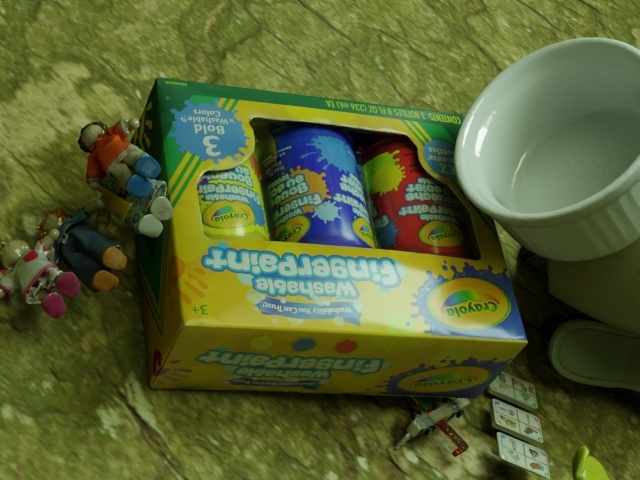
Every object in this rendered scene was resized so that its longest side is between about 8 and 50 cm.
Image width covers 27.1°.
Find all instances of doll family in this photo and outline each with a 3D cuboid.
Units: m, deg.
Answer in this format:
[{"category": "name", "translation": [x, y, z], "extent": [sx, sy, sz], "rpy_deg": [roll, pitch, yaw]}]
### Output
[{"category": "doll family", "translation": [-0.269, -0.019, 1.566], "extent": [0.163, 0.263, 0.118], "rpy_deg": [35, -1, 45]}]

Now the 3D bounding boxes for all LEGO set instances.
[{"category": "LEGO set", "translation": [0.182, 0.223, 1.770], "extent": [0.244, 0.060, 0.182], "rpy_deg": [24, 33, -17]}]

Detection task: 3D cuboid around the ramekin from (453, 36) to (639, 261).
[{"category": "ramekin", "translation": [0.321, -0.107, 1.674], "extent": [0.135, 0.277, 0.277], "rpy_deg": [45, 31, -43]}]

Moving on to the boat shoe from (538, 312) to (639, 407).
[{"category": "boat shoe", "translation": [0.466, 0.179, 1.933], "extent": [0.340, 0.127, 0.113], "rpy_deg": [12, 10, -17]}]

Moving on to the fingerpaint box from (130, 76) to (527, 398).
[{"category": "fingerpaint box", "translation": [0.000, 0.000, 1.692], "extent": [0.445, 0.163, 0.371], "rpy_deg": [5, 54, -21]}]

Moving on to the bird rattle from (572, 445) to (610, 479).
[{"category": "bird rattle", "translation": [0.300, 0.387, 1.591], "extent": [0.143, 0.253, 0.207], "rpy_deg": [38, -1, 20]}]

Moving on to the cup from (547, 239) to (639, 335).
[{"category": "cup", "translation": [0.428, -0.013, 1.814], "extent": [0.237, 0.331, 0.331], "rpy_deg": [-1, 46, 10]}]

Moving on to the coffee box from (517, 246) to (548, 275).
[{"category": "coffee box", "translation": [0.475, 0.021, 2.025], "extent": [0.297, 0.119, 0.168], "rpy_deg": [32, 69, -7]}]
